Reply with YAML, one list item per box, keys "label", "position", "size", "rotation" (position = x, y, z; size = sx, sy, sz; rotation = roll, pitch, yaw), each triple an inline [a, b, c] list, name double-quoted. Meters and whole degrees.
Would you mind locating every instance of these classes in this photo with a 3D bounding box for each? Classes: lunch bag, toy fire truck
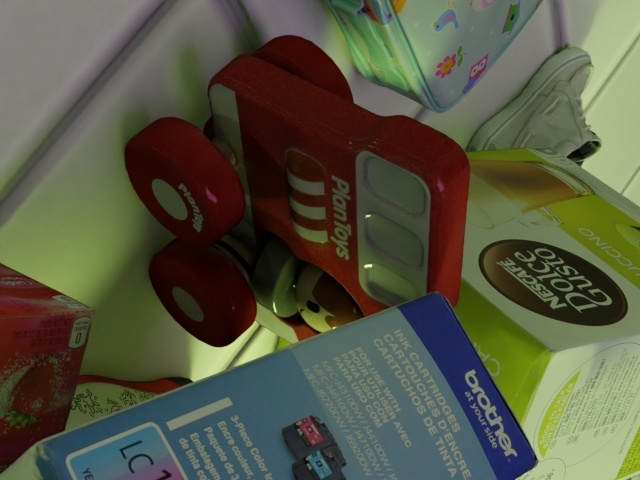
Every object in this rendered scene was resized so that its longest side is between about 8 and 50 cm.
- label: "lunch bag"
  position: [0.097, -0.251, 0.887]
  size: [0.224, 0.108, 0.279]
  rotation: [-50, 149, -7]
- label: "toy fire truck"
  position: [0.000, 0.000, 0.815]
  size: [0.169, 0.254, 0.302]
  rotation: [-41, 147, -30]

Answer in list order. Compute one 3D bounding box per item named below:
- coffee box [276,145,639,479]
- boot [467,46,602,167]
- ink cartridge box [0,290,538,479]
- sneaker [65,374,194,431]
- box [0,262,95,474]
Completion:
- label: "coffee box"
  position: [0.182, 0.130, 1.065]
  size: [0.334, 0.337, 0.338]
  rotation: [-6, 124, -35]
- label: "boot"
  position: [0.306, -0.145, 1.307]
  size: [0.258, 0.123, 0.095]
  rotation: [-44, 148, -26]
- label: "ink cartridge box"
  position: [-0.045, 0.178, 0.702]
  size: [0.396, 0.151, 0.270]
  rotation: [-18, 164, -46]
- label: "sneaker"
  position: [-0.146, 0.186, 0.874]
  size: [0.270, 0.145, 0.090]
  rotation: [4, 113, -59]
- label: "box"
  position: [-0.270, 0.078, 0.578]
  size: [0.257, 0.128, 0.122]
  rotation: [1, 108, -59]
